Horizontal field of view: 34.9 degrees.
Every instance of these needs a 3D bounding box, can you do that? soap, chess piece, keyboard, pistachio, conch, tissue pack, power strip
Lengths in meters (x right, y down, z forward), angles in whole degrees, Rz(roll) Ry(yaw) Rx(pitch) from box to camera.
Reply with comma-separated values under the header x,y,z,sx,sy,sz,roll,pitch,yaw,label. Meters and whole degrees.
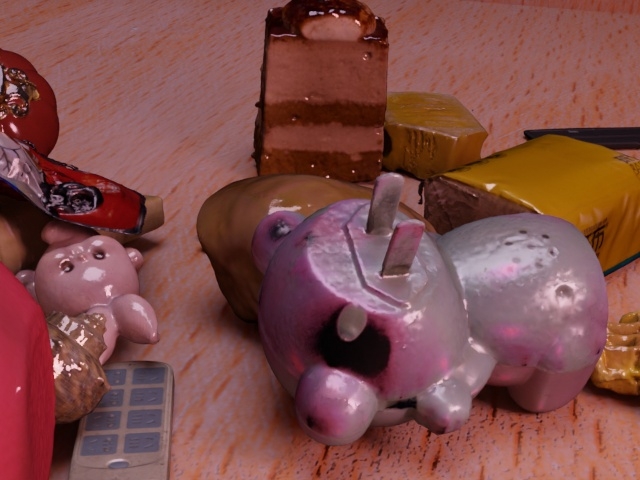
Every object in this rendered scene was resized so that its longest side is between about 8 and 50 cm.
x,y,z,sx,sy,sz,roll,pitch,yaw,label
0.166,-0.165,1.596,0.160,0.080,0.257,-1,23,-8,soap
-0.313,-0.011,1.162,0.137,0.137,0.301,17,22,31,chess piece
0.436,-0.177,1.720,0.381,0.041,0.103,4,22,-14,keyboard
0.000,0.000,1.101,0.261,0.163,0.212,-15,62,-39,pistachio
-0.268,0.125,0.859,0.207,0.130,0.155,-39,-7,-14,conch
0.273,-0.035,1.238,0.192,0.134,0.271,23,31,37,tissue pack
-0.165,0.164,0.862,0.080,0.029,0.227,0,23,-7,power strip

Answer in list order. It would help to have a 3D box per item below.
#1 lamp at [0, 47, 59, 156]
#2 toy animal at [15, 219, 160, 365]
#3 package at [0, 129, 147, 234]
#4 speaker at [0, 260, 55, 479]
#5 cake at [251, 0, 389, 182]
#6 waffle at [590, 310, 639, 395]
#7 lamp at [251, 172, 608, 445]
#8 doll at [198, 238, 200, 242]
x,y,z,sx,sy,sz,roll,pitch,yaw,label
-0.470,-0.160,1.380,0.227,0.226,0.227,2,23,-1,lamp
-0.222,0.044,0.994,0.124,0.124,0.212,-10,13,-27,toy animal
-0.317,-0.072,1.087,0.270,0.071,0.194,26,20,-15,package
-0.320,0.119,0.647,0.294,0.294,0.294,2,23,-1,speaker
-0.002,-0.245,1.505,0.196,0.292,0.198,2,28,-3,cake
0.378,0.126,0.956,0.249,0.056,0.253,-3,19,-15,waffle
0.097,0.048,0.898,0.301,0.247,0.247,-4,50,-15,lamp
-0.080,-0.026,1.269,0.151,0.077,0.115,-12,15,-6,doll
